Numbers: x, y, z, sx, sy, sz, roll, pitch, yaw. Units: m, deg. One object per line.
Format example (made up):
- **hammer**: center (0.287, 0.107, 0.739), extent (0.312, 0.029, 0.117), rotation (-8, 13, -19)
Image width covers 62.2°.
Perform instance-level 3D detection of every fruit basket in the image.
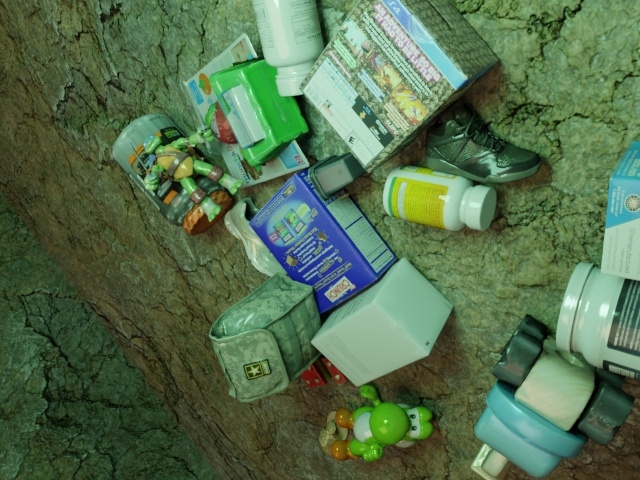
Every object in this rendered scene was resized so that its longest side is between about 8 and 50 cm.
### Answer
- **fruit basket**: center (-0.203, -0.295, 1.322), extent (0.353, 0.165, 0.327), rotation (-9, 110, 48)

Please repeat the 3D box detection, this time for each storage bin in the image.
- **storage bin**: center (0.053, -0.153, 1.213), extent (0.091, 0.135, 0.098), rotation (-21, 101, 38)

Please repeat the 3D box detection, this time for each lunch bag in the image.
- **lunch bag**: center (-0.138, 0.262, 1.383), extent (0.169, 0.287, 0.235), rotation (21, 135, 41)

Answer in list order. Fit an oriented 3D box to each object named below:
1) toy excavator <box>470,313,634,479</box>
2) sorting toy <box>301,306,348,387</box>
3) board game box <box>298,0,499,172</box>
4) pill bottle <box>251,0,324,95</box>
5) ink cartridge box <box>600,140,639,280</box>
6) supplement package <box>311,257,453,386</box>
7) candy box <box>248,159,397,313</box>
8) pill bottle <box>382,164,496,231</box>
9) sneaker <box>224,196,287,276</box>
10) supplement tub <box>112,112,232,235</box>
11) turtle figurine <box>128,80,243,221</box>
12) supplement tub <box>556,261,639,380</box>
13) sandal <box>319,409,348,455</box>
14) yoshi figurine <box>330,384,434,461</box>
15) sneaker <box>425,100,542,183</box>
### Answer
- **toy excavator**: center (0.427, 0.400, 1.144), extent (0.222, 0.433, 0.445), rotation (33, 106, 21)
- **sorting toy**: center (-0.011, 0.325, 1.616), extent (0.257, 0.089, 0.255), rotation (-26, 98, 48)
- **board game box**: center (0.137, -0.316, 1.013), extent (0.232, 0.141, 0.291), rotation (51, 138, 2)
- **pill bottle**: center (-0.062, -0.432, 1.123), extent (0.131, 0.131, 0.229), rotation (9, 122, 38)
- **ink cartridge box**: center (0.569, -0.035, 0.789), extent (0.233, 0.168, 0.171), rotation (12, 123, 36)
- **supplement package**: center (0.148, 0.209, 1.316), extent (0.177, 0.175, 0.293), rotation (45, 139, -3)
- **candy box**: center (0.000, 0.000, 1.364), extent (0.317, 0.122, 0.268), rotation (53, 138, 1)
- **pill bottle**: center (0.244, -0.084, 1.090), extent (0.208, 0.117, 0.117), rotation (16, 126, 34)
- **sneaker**: center (-0.169, -0.009, 1.534), extent (0.262, 0.099, 0.121), rotation (48, 134, 5)
- **supplement tub**: center (-0.428, -0.190, 1.560), extent (0.338, 0.207, 0.207), rotation (47, 138, 6)
- **turtle figurine**: center (-0.333, -0.185, 1.326), extent (0.266, 0.198, 0.275), rotation (39, 140, -10)
- **supplement tub**: center (0.566, 0.147, 0.897), extent (0.272, 0.191, 0.191), rotation (15, 126, 35)
- **sandal**: center (0.031, 0.688, 1.828), extent (0.088, 0.079, 0.240), rotation (32, 134, 23)
- **yoshi figurine**: center (0.154, 0.536, 1.537), extent (0.362, 0.203, 0.203), rotation (-33, 86, 45)
- **sneaker**: center (0.296, -0.184, 0.993), extent (0.227, 0.087, 0.130), rotation (21, 140, 38)
